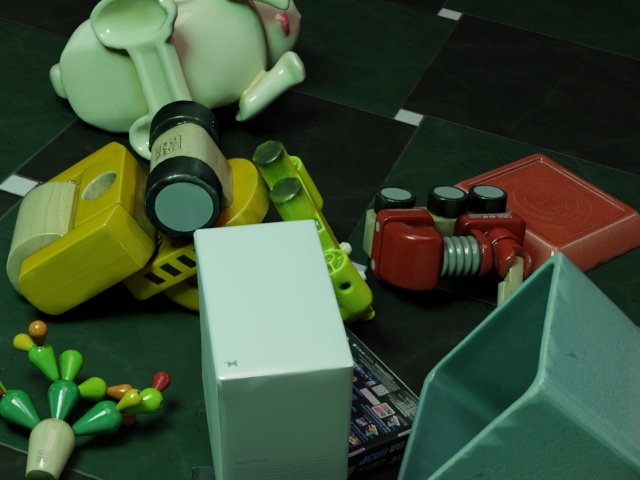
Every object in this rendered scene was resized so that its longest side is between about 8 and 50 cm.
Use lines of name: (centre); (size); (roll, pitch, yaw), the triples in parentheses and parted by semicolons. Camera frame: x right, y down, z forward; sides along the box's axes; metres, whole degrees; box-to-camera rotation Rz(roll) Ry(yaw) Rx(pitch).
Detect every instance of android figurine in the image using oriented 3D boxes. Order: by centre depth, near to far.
android figurine: (0.000, 0.000, 1.571); (0.056, 0.273, 0.248); (-30, 39, 3)

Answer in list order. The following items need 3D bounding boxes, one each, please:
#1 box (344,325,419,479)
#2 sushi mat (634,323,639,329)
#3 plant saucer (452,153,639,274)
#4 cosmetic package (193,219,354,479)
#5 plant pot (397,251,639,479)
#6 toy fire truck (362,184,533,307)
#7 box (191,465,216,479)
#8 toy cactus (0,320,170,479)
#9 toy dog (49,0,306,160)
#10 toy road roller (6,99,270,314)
box: (0.006, 0.189, 1.452); (0.175, 0.051, 0.220); (-16, 41, -33)
sushi mat: (0.346, 0.155, 1.562); (0.151, 0.019, 0.316); (18, 22, 15)
plant saucer: (0.349, -0.048, 1.900); (0.259, 0.047, 0.258); (-20, 44, -38)
cosmetic package: (-0.052, 0.135, 1.281); (0.138, 0.224, 0.224); (-6, 41, -8)
plant pot: (0.263, 0.218, 1.309); (0.252, 0.248, 0.247); (36, 34, -8)
toy fire truck: (0.190, 0.043, 1.659); (0.217, 0.158, 0.246); (-1, 25, -17)
box: (-0.070, 0.301, 1.287); (0.116, 0.029, 0.162); (0, 34, -15)
toy cactus: (-0.284, 0.186, 1.355); (0.219, 0.112, 0.180); (14, 43, -9)
toy dog: (-0.196, -0.303, 1.988); (0.395, 0.284, 0.408); (-12, 18, 41)
toy road roller: (-0.216, 0.002, 1.591); (0.329, 0.240, 0.202); (-27, 32, 12)
